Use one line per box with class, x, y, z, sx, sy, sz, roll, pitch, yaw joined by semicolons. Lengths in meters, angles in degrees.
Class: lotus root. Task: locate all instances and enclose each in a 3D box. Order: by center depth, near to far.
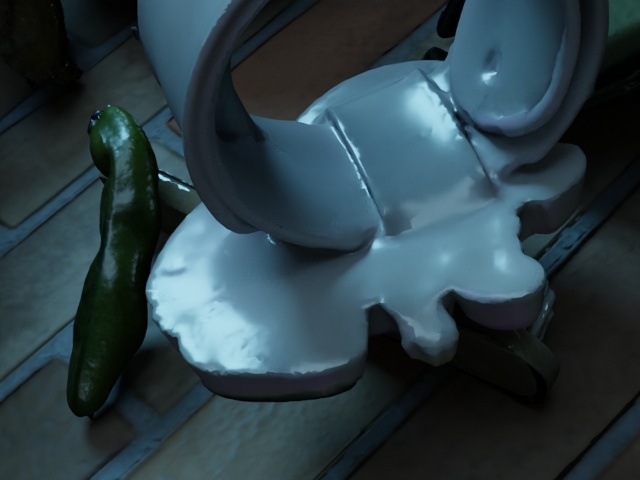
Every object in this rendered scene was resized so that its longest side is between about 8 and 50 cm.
lotus root;-0.268;-0.253;0.810;0.078;0.329;0.167;-35;11;14

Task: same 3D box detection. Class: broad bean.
broad bean;-0.120;0.005;0.681;0.061;0.046;0.195;-24;63;51

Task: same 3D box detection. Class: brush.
brush;0.000;0.000;0.680;0.327;0.070;0.065;22;69;31

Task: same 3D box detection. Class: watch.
watch;0.012;-0.063;0.536;0.244;0.231;0.196;-22;49;-7

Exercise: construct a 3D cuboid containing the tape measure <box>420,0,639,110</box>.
tape measure;0.182;-0.138;0.662;0.235;0.207;0.115;-22;86;-3
